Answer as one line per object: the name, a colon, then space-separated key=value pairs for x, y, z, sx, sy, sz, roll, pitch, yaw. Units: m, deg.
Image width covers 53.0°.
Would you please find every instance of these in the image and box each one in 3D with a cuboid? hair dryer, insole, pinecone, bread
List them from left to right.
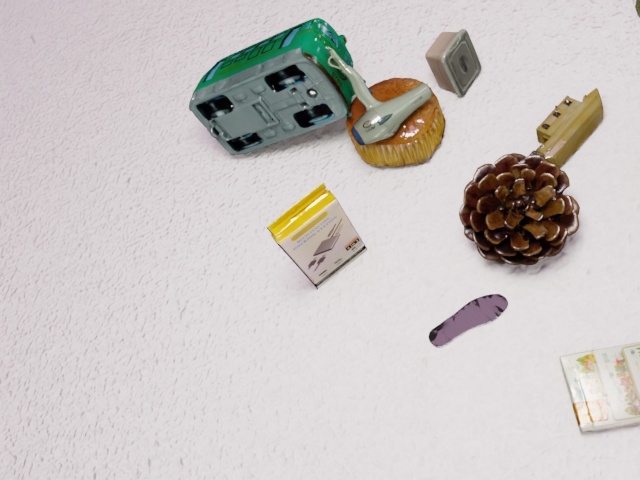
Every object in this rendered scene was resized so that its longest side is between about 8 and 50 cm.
hair dryer: x=0.115 y=-0.295 z=1.213 sx=0.167 sy=0.067 sz=0.199 roll=-20 pitch=98 yaw=-1
bread: x=0.152 y=-0.244 z=1.311 sx=0.199 sy=0.104 sz=0.199 roll=-9 pitch=61 yaw=17
insole: x=0.259 y=0.140 z=1.127 sx=0.153 sy=0.002 sz=0.053 roll=-34 pitch=57 yaw=1
pinecone: x=0.339 y=-0.054 z=1.090 sx=0.208 sy=0.207 sz=0.207 roll=-9 pitch=61 yaw=16

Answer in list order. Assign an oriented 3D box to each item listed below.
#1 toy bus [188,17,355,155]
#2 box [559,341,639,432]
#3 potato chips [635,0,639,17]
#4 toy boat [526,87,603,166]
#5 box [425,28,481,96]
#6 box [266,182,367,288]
toy bus: x=-0.090 y=-0.328 z=1.363 sx=0.344 sy=0.183 sz=0.199 roll=-12 pitch=45 yaw=32
box: x=0.495 y=0.216 z=0.982 sx=0.221 sy=0.032 sz=0.122 roll=-13 pitch=60 yaw=13
potato chips: x=0.738 y=-0.497 z=1.270 sx=0.202 sy=0.029 sz=0.219 roll=7 pitch=68 yaw=27
toy boat: x=0.453 y=-0.206 z=1.207 sx=0.200 sy=0.057 sz=0.077 roll=-47 pitch=53 yaw=-7
box: x=0.273 y=-0.368 z=1.326 sx=0.062 sy=0.122 sz=0.089 roll=25 pitch=75 yaw=41
box: x=0.000 y=0.000 z=1.155 sx=0.129 sy=0.247 sz=0.033 roll=-38 pitch=61 yaw=0
